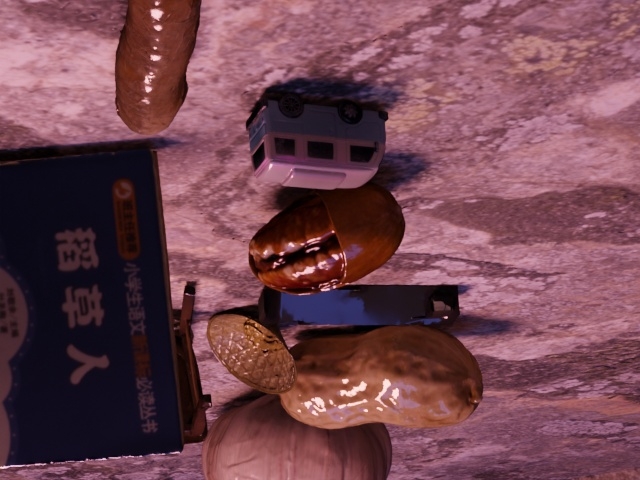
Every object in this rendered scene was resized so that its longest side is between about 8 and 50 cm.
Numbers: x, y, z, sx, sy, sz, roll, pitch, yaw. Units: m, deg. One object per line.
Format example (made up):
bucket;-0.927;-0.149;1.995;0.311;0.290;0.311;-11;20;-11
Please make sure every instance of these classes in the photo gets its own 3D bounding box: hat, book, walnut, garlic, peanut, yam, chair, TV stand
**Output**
hat;-0.078;0.134;1.933;0.146;0.067;0.146;22;139;21
book;-0.355;0.076;1.382;0.428;0.300;0.039;-5;-174;3
walnut;0.000;0.000;1.482;0.207;0.115;0.116;-19;155;39
garlic;-0.035;0.382;2.334;0.318;0.259;0.317;10;176;1
peanut;0.081;0.185;1.990;0.291;0.143;0.159;-1;127;10
yam;-0.122;-0.166;1.063;0.066;0.066;0.299;0;159;-9
chair;-0.235;0.185;1.868;0.160;0.186;0.319;-4;159;-12
TV stand;0.050;0.084;1.828;0.257;0.040;0.049;1;160;-11

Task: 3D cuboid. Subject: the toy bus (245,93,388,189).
toy bus;-0.001;-0.085;1.288;0.123;0.074;0.060;4;159;-20
